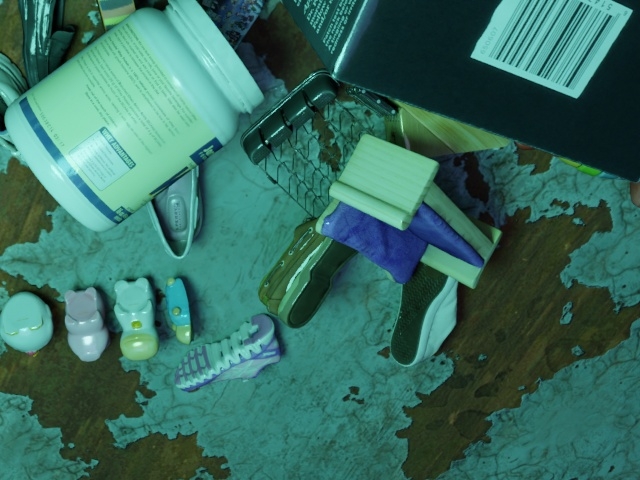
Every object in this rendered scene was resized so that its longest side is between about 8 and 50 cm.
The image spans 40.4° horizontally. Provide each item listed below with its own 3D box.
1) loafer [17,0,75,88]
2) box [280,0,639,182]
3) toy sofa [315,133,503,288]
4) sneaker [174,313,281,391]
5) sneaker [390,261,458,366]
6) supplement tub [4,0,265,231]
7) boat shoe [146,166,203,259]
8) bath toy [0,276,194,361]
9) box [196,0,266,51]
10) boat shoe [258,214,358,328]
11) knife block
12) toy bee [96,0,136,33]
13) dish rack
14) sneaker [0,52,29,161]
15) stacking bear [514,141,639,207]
[{"bbox_3d":[-0.424,-0.321,1.366,0.078,0.076,0.223,3,117,0],"label":"loafer"},{"bbox_3d":[0.210,-0.361,1.159,0.479,0.472,0.297,14,119,-26],"label":"box"},{"bbox_3d":[0.159,-0.017,1.463,0.177,0.150,0.362,-61,147,-3],"label":"toy sofa"},{"bbox_3d":[-0.176,0.246,1.731,0.236,0.095,0.105,-28,128,8],"label":"sneaker"},{"bbox_3d":[0.225,0.104,1.712,0.123,0.106,0.290,-4,119,-46],"label":"sneaker"},{"bbox_3d":[-0.270,-0.193,1.295,0.324,0.235,0.235,-37,119,-1],"label":"supplement tub"},{"bbox_3d":[-0.260,-0.125,1.487,0.118,0.103,0.321,-5,118,-5],"label":"boat shoe"},{"bbox_3d":[-0.416,0.159,1.630,0.348,0.152,0.129,-4,156,-5],"label":"bath toy"},{"bbox_3d":[-0.163,-0.356,1.408,0.093,0.027,0.137,28,113,-21],"label":"box"},{"bbox_3d":[0.000,0.000,1.511,0.307,0.104,0.110,-52,146,-2],"label":"boat shoe"},{"bbox_3d":[0.176,-0.260,1.458,0.275,0.088,0.242,-9,102,-14],"label":"knife block"},{"bbox_3d":[-0.327,-0.419,1.263,0.195,0.162,0.298,-33,126,1],"label":"toy bee"},{"bbox_3d":[0.017,-0.139,1.538,0.208,0.074,0.271,-38,120,17],"label":"dish rack"},{"bbox_3d":[-0.475,-0.167,1.421,0.111,0.129,0.297,-37,119,12],"label":"sneaker"},{"bbox_3d":[0.459,-0.192,1.517,0.288,0.176,0.164,14,147,-2],"label":"stacking bear"}]
